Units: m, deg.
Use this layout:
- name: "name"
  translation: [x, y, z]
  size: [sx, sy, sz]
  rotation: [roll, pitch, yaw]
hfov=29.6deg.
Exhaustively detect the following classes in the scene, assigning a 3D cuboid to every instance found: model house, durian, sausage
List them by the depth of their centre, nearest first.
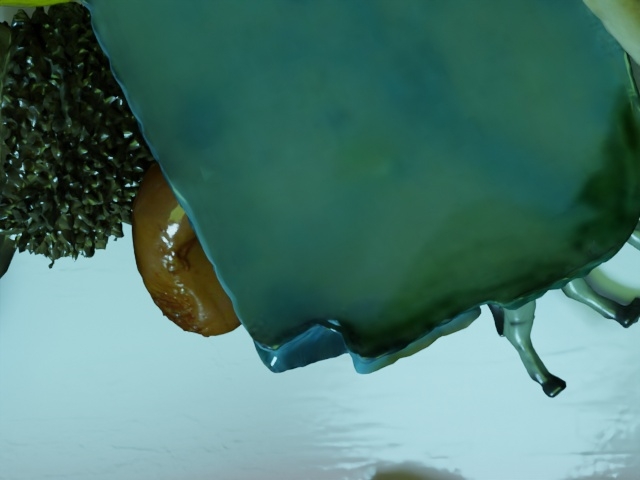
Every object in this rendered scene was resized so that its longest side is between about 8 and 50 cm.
- name: "model house"
  translation: [0.026, -0.055, 0.687]
  size: [0.226, 0.241, 0.261]
  rotation: [-26, 78, -6]
- name: "durian"
  translation: [-0.200, -0.068, 0.820]
  size: [0.196, 0.167, 0.196]
  rotation: [-8, 76, 34]
- name: "sausage"
  translation: [-0.084, 0.002, 0.824]
  size: [0.089, 0.089, 0.179]
  rotation: [23, 146, 17]

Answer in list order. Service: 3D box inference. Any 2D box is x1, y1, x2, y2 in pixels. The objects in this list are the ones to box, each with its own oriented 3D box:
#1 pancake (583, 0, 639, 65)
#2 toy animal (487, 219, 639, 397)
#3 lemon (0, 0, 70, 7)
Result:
- name: "pancake"
  translation: [0.254, -0.194, 0.476]
  size: [0.065, 0.356, 0.356]
  rotation: [53, 136, 47]
- name: "toy animal"
  translation: [0.145, -0.028, 0.727]
  size: [0.176, 0.073, 0.217]
  rotation: [43, 129, 11]
- name: "lemon"
  translation: [-0.161, -0.260, 0.664]
  size: [0.310, 0.258, 0.258]
  rotation: [-27, 98, 20]
